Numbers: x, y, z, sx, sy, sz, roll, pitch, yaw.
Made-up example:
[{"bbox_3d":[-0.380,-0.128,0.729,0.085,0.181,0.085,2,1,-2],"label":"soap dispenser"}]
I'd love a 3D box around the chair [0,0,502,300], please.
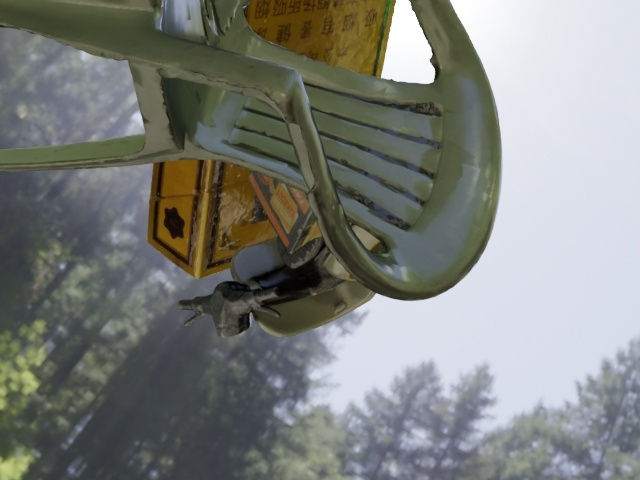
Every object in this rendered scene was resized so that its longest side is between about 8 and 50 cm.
[{"bbox_3d":[-0.051,-0.097,0.530,0.275,0.203,0.190,10,-40,14],"label":"chair"}]

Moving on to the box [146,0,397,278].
[{"bbox_3d":[-0.041,-0.131,0.998,0.084,0.193,0.301,36,-52,36],"label":"box"}]

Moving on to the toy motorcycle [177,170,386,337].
[{"bbox_3d":[0.000,0.000,0.821,0.091,0.157,0.263,62,-30,19],"label":"toy motorcycle"}]
